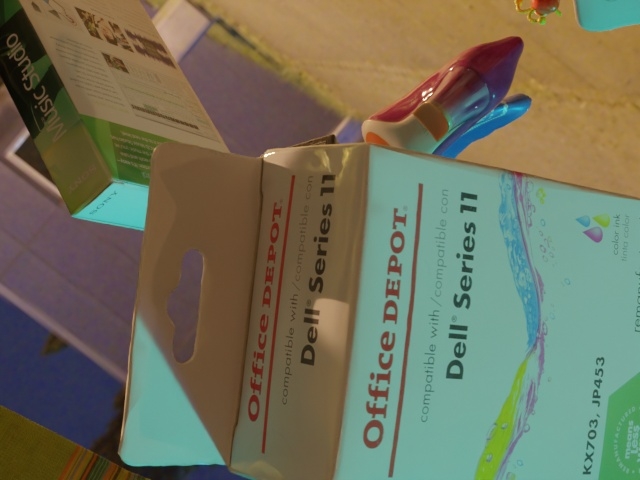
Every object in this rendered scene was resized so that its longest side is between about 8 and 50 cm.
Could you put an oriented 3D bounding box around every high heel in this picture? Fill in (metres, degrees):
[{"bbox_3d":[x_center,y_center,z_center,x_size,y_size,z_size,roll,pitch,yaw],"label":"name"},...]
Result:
[{"bbox_3d":[0.121,-0.138,1.130,0.082,0.117,0.244,49,164,1],"label":"high heel"}]

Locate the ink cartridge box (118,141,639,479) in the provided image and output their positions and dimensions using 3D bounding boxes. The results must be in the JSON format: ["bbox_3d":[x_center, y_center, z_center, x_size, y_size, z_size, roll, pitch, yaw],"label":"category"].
[{"bbox_3d":[0.066,0.056,0.692,0.354,0.207,0.119,7,177,-34],"label":"ink cartridge box"}]

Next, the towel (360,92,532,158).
[{"bbox_3d":[0.089,-0.108,1.448,0.040,0.336,0.243,70,158,3],"label":"towel"}]

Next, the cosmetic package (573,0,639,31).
[{"bbox_3d":[0.370,-0.464,1.022,0.327,0.330,0.393,-76,-28,-47],"label":"cosmetic package"}]

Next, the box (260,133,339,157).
[{"bbox_3d":[0.000,0.000,1.180,0.158,0.093,0.156,-87,-23,-50],"label":"box"}]

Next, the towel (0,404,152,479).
[{"bbox_3d":[-0.282,0.219,1.061,0.237,0.021,0.102,30,-139,-10],"label":"towel"}]

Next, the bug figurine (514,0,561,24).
[{"bbox_3d":[0.217,-0.397,1.395,0.216,0.072,0.279,57,180,-40],"label":"bug figurine"}]

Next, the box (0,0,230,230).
[{"bbox_3d":[-0.201,-0.145,1.028,0.232,0.058,0.322,12,-139,-59],"label":"box"}]
